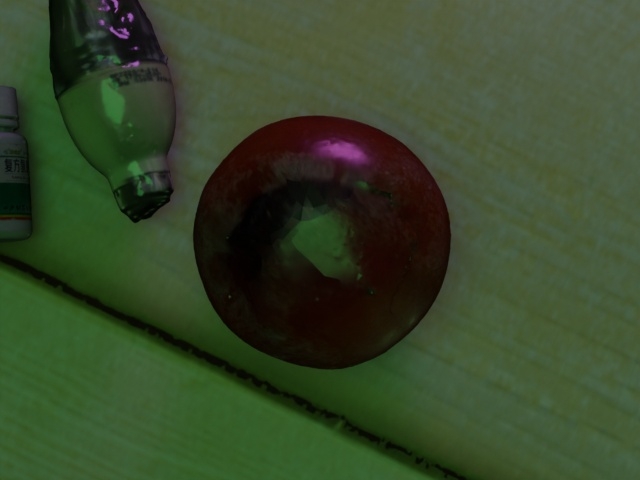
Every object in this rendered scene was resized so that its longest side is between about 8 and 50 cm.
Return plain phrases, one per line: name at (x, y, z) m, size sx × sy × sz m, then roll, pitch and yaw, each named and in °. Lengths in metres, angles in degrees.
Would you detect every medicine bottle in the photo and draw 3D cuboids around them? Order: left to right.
medicine bottle at (-0.288, -0.063, 1.339) m, size 0.080 × 0.080 × 0.130 m, roll -3°, pitch 88°, yaw 3°

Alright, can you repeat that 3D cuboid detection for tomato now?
tomato at (0.000, 0.000, 1.267) m, size 0.208 × 0.184 × 0.208 m, roll 0°, pitch 88°, yaw 2°

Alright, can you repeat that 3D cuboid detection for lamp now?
lamp at (-0.178, -0.139, 1.330) m, size 0.101 × 0.101 × 0.250 m, roll -19°, pitch 82°, yaw 3°
